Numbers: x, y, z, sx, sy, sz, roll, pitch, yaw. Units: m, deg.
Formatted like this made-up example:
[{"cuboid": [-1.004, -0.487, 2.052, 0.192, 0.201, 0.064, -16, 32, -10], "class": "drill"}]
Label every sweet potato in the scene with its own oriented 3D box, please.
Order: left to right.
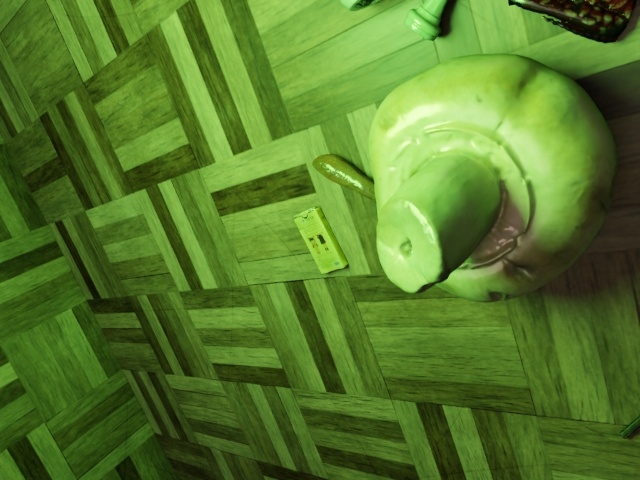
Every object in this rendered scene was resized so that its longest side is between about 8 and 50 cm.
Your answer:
[{"cuboid": [0.076, -0.109, 0.891, 0.214, 0.050, 0.050, 34, 129, 14], "class": "sweet potato"}]

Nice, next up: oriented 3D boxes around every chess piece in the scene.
[{"cuboid": [0.186, -0.372, 0.666, 0.059, 0.059, 0.149, 43, 127, 10], "class": "chess piece"}]

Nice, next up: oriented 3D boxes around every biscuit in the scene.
[{"cuboid": [0.339, -0.374, 0.543, 0.151, 0.063, 0.236, 31, 131, 21], "class": "biscuit"}]

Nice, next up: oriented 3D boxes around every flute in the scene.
[{"cuboid": [0.565, 0.243, 0.733, 0.014, 0.014, 0.270, 31, 128, 20], "class": "flute"}]

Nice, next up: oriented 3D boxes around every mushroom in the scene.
[{"cuboid": [0.200, -0.082, 0.662, 0.353, 0.352, 0.325, -59, 43, 40], "class": "mushroom"}]

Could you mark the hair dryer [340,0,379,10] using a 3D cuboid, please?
[{"cuboid": [0.147, -0.484, 0.617, 0.357, 0.107, 0.173, -19, 104, 35], "class": "hair dryer"}]

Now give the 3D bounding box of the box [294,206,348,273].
[{"cuboid": [0.000, 0.000, 1.021, 0.073, 0.020, 0.149, -19, 101, 42], "class": "box"}]
